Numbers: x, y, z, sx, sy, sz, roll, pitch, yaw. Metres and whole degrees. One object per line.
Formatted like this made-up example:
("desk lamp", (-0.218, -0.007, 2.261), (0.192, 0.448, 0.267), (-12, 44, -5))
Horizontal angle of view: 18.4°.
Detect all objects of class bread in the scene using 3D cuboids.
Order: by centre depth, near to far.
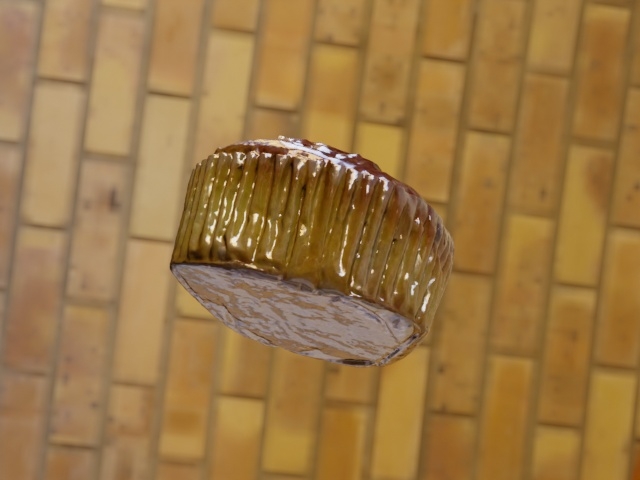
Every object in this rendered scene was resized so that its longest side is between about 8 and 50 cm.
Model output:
("bread", (0.000, 0.000, 0.579), (0.085, 0.085, 0.053), (125, -16, -71))
